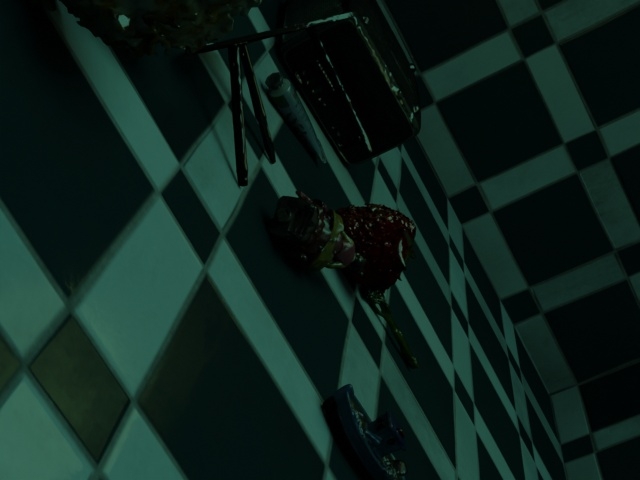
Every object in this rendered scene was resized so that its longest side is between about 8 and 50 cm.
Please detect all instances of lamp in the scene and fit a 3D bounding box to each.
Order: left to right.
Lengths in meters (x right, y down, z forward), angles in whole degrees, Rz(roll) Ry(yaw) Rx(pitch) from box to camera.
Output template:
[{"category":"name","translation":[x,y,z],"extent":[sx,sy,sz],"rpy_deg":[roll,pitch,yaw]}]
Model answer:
[{"category":"lamp","translation":[0.000,0.000,1.854],"extent":[0.253,0.118,0.118],"rpy_deg":[35,33,-59]}]

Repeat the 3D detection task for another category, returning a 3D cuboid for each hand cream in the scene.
[{"category":"hand cream","translation":[-0.047,-0.274,2.226],"extent":[0.256,0.055,0.088],"rpy_deg":[52,12,-47]}]

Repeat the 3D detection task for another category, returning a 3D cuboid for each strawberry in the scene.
[{"category":"strawberry","translation":[0.105,0.006,2.111],"extent":[0.201,0.187,0.184],"rpy_deg":[30,-19,2]}]

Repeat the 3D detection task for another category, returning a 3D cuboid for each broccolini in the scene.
[{"category":"broccolini","translation":[0.149,0.186,2.229],"extent":[0.057,0.071,0.254],"rpy_deg":[13,-46,54]}]

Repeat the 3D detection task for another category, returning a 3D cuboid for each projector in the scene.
[{"category":"projector","translation":[0.084,-0.460,2.589],"extent":[0.395,0.242,0.405],"rpy_deg":[58,18,-28]}]

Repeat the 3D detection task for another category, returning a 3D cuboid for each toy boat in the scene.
[{"category":"toy boat","translation":[0.088,0.326,1.667],"extent":[0.223,0.097,0.100],"rpy_deg":[59,14,-24]}]

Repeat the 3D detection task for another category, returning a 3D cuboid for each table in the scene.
[{"category":"table","translation":[-0.088,-0.246,1.795],"extent":[0.317,0.317,0.249],"rpy_deg":[-52,130,-73]}]

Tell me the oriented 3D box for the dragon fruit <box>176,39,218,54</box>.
[{"category":"dragon fruit","translation":[-0.229,-0.428,1.504],"extent":[0.299,0.244,0.244],"rpy_deg":[67,15,-3]}]

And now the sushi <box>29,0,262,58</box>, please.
[{"category":"sushi","translation":[-0.217,-0.433,1.289],"extent":[0.176,0.417,0.417],"rpy_deg":[31,36,-82]}]

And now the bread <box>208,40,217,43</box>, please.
[{"category":"bread","translation":[-0.250,-0.453,1.826],"extent":[0.214,0.053,0.073],"rpy_deg":[61,20,-24]}]
